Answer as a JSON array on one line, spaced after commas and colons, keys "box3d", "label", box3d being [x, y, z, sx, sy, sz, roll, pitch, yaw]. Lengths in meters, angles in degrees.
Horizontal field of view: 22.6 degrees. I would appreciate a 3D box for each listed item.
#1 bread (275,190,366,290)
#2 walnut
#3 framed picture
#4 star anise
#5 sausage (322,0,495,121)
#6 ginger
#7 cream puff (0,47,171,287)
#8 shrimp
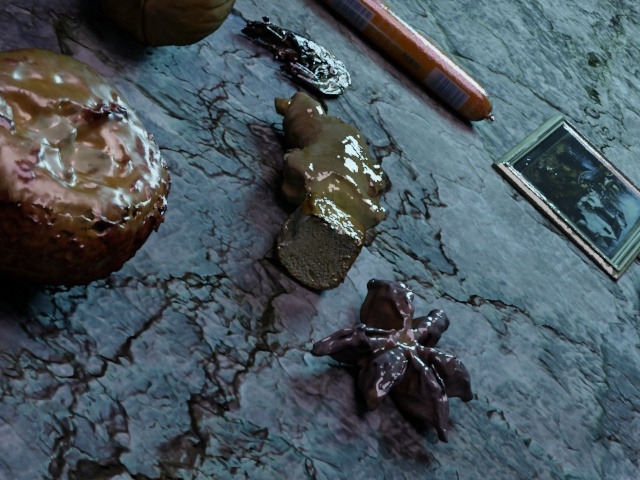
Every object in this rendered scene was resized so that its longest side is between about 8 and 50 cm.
[{"box3d": [-0.001, 0.001, 1.693, 0.083, 0.077, 0.070, 33, 19, -11], "label": "bread"}, {"box3d": [-0.174, -0.304, 1.818, 0.167, 0.167, 0.207, 34, 29, -11], "label": "walnut"}, {"box3d": [0.377, -0.072, 2.261, 0.232, 0.019, 0.296, 43, 30, 6], "label": "framed picture"}, {"box3d": [0.092, 0.119, 1.646, 0.172, 0.063, 0.208, 43, 30, 3], "label": "star anise"}, {"box3d": [0.106, -0.278, 2.197, 0.348, 0.053, 0.053, 39, 30, -1], "label": "sausage"}, {"box3d": [0.012, -0.088, 1.827, 0.137, 0.074, 0.213, 26, 27, -23], "label": "ginger"}, {"box3d": [-0.253, -0.061, 1.407, 0.240, 0.164, 0.240, 23, 49, -29], "label": "cream puff"}, {"box3d": [-0.025, -0.231, 2.009, 0.161, 0.034, 0.091, 25, 34, -26], "label": "shrimp"}]
